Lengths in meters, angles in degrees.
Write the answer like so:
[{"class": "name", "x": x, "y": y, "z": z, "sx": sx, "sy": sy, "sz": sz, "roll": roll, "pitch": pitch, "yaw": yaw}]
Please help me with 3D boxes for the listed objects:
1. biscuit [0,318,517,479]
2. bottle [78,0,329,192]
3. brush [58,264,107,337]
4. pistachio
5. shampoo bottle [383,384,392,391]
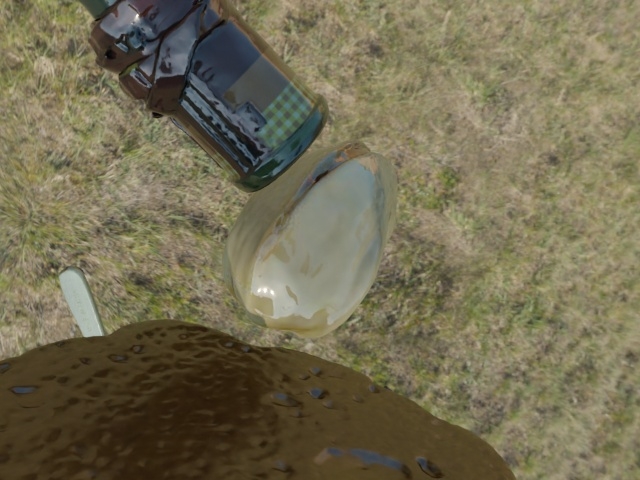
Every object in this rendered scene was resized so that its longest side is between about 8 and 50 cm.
[{"class": "biscuit", "x": -0.060, "y": 0.159, "z": 0.353, "sx": 0.380, "sy": 0.359, "sz": 0.074, "roll": 10, "pitch": 110, "yaw": -6}, {"class": "bottle", "x": -0.117, "y": -0.182, "z": 0.537, "sx": 0.156, "sy": 0.143, "sz": 0.271, "roll": -48, "pitch": 110, "yaw": -8}, {"class": "brush", "x": -0.375, "y": 0.196, "z": 0.966, "sx": 0.085, "sy": 0.020, "sz": 0.337, "roll": -11, "pitch": 111, "yaw": 8}, {"class": "pistachio", "x": 0.000, "y": 0.000, "z": 1.061, "sx": 0.445, "sy": 0.281, "sz": 0.366, "roll": -42, "pitch": 152, "yaw": -42}, {"class": "shampoo bottle", "x": 0.143, "y": 0.452, "z": 1.514, "sx": 0.137, "sy": 0.048, "sz": 0.027, "roll": -51, "pitch": 120, "yaw": -7}]
